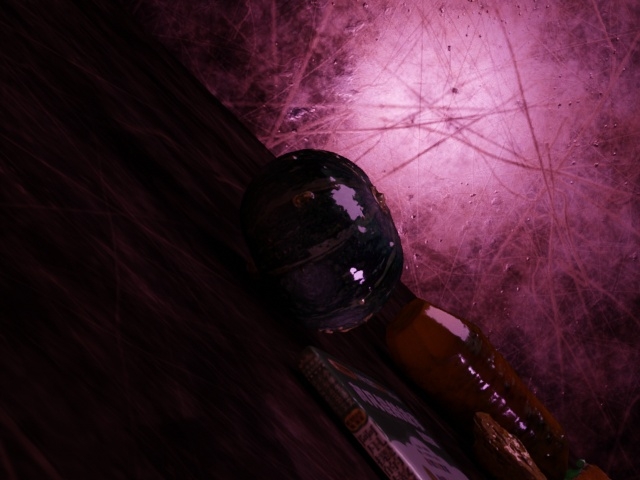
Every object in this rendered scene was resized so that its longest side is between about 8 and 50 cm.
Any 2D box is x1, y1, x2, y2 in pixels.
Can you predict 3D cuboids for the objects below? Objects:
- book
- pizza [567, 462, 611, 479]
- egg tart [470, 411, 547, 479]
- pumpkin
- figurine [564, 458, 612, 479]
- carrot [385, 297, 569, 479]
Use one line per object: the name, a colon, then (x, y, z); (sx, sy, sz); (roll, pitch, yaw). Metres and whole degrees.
book: (0.098, 0.204, 1.051); (0.264, 0.027, 0.202); (48, 6, 29)
pizza: (0.333, 0.355, 1.526); (0.228, 0.081, 0.289); (37, 15, -35)
egg tart: (0.222, 0.262, 1.548); (0.130, 0.052, 0.130); (46, 3, -3)
pumpkin: (0.000, 0.000, 1.233); (0.190, 0.146, 0.190); (45, 28, -32)
figurine: (0.448, 0.403, 2.014); (0.156, 0.115, 0.095); (45, -6, 15)
carrot: (0.207, 0.197, 1.649); (0.302, 0.114, 0.114); (45, 4, -15)
